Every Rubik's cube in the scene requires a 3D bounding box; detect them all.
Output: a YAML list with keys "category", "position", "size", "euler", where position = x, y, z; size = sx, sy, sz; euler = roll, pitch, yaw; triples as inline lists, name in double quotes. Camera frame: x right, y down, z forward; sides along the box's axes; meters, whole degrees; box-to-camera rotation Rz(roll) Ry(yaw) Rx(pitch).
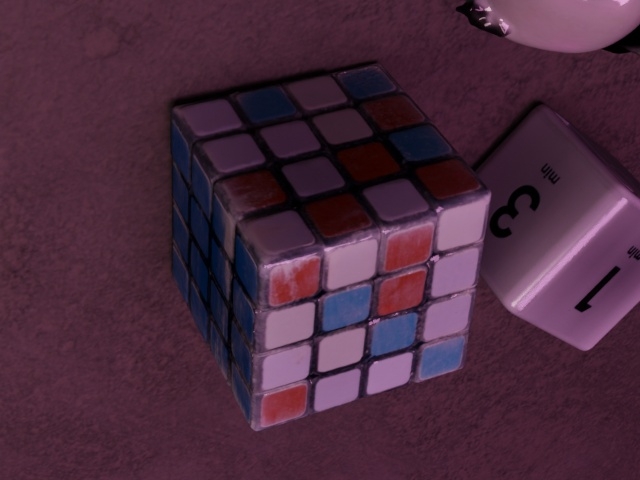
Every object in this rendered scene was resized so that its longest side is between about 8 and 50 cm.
- category: "Rubik's cube"
  position: [0.000, 0.001, 1.395]
  size: [0.253, 0.256, 0.259]
  euler: [-14, 136, -21]

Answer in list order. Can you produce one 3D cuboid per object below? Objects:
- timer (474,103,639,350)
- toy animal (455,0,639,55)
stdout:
- category: "timer"
  position: [0.294, -0.014, 1.614]
  size: [0.194, 0.192, 0.195]
  euler: [26, 112, -45]
- category: "toy animal"
  position: [0.273, -0.291, 1.314]
  size: [0.310, 0.251, 0.251]
  euler: [1, 129, -23]
